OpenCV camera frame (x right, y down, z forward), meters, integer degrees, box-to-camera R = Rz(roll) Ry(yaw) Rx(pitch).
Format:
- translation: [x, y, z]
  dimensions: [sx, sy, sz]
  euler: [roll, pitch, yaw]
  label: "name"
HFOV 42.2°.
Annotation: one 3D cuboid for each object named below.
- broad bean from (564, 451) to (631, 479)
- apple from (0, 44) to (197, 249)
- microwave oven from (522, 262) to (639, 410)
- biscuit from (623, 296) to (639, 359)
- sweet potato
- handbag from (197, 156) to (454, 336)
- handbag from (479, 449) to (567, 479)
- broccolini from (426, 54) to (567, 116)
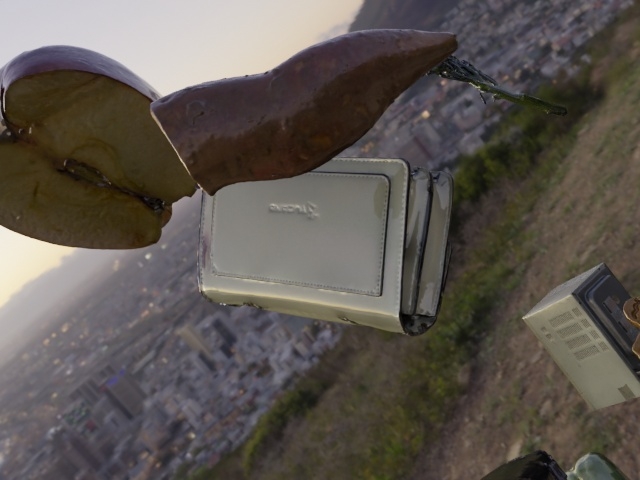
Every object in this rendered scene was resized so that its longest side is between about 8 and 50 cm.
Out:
- translation: [0.440, 0.391, 1.225]
  dimensions: [0.100, 0.169, 0.228]
  euler: [-49, -34, 15]
  label: "broad bean"
- translation: [-0.376, -0.136, 1.319]
  dimensions: [0.329, 0.365, 0.295]
  euler: [0, 68, 62]
  label: "apple"
- translation: [0.567, 0.192, 1.673]
  dimensions: [0.145, 0.240, 0.194]
  euler: [-33, -6, -37]
  label: "microwave oven"
- translation: [0.630, 0.110, 1.447]
  dimensions: [0.184, 0.035, 0.248]
  euler: [11, 71, 24]
  label: "biscuit"
- translation: [-0.005, -0.144, 0.897]
  dimensions: [0.337, 0.131, 0.131]
  euler: [-17, 11, 3]
  label: "sweet potato"
- translation: [0.000, 0.000, 1.216]
  dimensions: [0.359, 0.236, 0.160]
  euler: [6, -3, 34]
  label: "handbag"
- translation: [0.120, 0.295, 0.787]
  dimensions: [0.244, 0.088, 0.275]
  euler: [-33, -15, 16]
  label: "handbag"
- translation: [0.327, -0.286, 1.542]
  dimensions: [0.123, 0.272, 0.062]
  euler: [-66, -4, -53]
  label: "broccolini"
